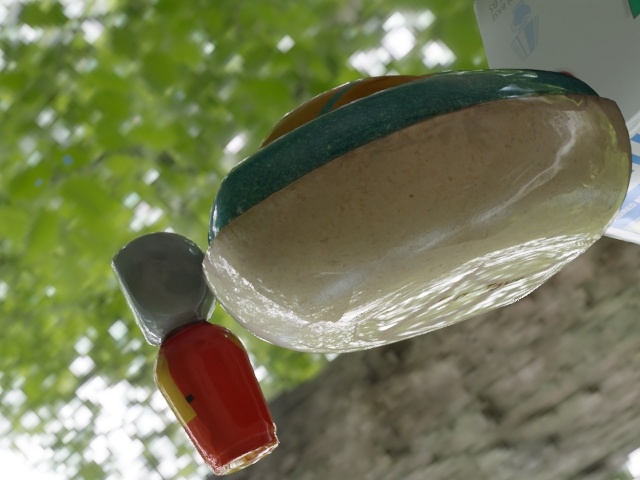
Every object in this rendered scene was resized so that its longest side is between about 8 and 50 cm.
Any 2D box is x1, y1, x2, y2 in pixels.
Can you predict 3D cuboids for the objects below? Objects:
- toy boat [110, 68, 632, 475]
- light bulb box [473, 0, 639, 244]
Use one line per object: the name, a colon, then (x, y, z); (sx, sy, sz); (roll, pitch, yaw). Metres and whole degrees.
toy boat: (0.000, 0.000, 1.045); (0.267, 0.318, 0.148); (-10, -113, -49)
light bulb box: (0.372, -0.163, 1.451); (0.361, 0.358, 0.225); (14, -132, -31)
